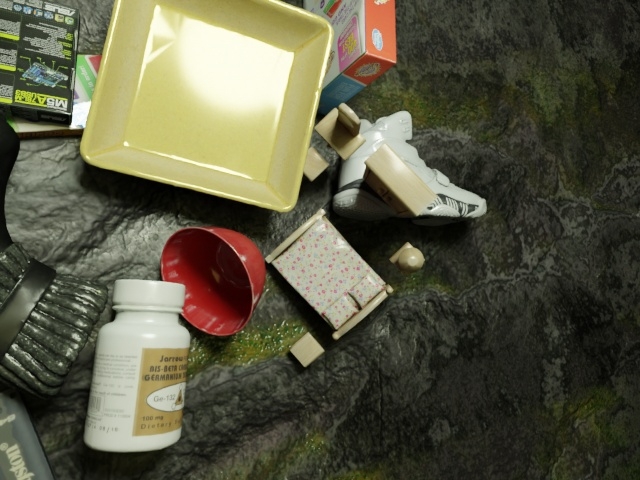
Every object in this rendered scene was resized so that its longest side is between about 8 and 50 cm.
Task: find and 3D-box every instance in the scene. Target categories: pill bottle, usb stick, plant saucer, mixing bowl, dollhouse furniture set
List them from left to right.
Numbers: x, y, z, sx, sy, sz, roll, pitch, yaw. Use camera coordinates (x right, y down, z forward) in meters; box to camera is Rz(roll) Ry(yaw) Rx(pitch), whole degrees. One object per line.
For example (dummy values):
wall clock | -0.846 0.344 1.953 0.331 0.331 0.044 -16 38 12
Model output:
usb stick | -0.406 0.329 0.639 0.077 0.045 0.278 -21 92 -28
pill bottle | -0.262 0.176 0.691 0.131 0.131 0.229 8 78 -27
plant saucer | -0.172 -0.241 0.767 0.332 0.081 0.333 13 88 -17
mixing bowl | -0.158 0.051 0.764 0.181 0.181 0.098 63 32 -6
dollhouse furniture set | 0.000 0.000 0.787 0.355 0.174 0.303 -43 88 2

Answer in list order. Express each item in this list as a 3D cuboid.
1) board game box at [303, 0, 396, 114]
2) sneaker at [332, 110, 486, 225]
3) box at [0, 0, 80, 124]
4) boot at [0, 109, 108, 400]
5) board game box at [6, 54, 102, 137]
board game box | 0.044 -0.434 0.893 0.064 0.242 0.316 5 80 -28
sneaker | 0.196 -0.145 0.982 0.366 0.137 0.210 3 83 -24
box | -0.457 -0.272 0.677 0.190 0.045 0.184 3 78 -27
boot | -0.409 0.017 0.636 0.260 0.131 0.348 21 83 -16
board game box | -0.404 -0.229 0.740 0.259 0.039 0.124 -12 87 -26
